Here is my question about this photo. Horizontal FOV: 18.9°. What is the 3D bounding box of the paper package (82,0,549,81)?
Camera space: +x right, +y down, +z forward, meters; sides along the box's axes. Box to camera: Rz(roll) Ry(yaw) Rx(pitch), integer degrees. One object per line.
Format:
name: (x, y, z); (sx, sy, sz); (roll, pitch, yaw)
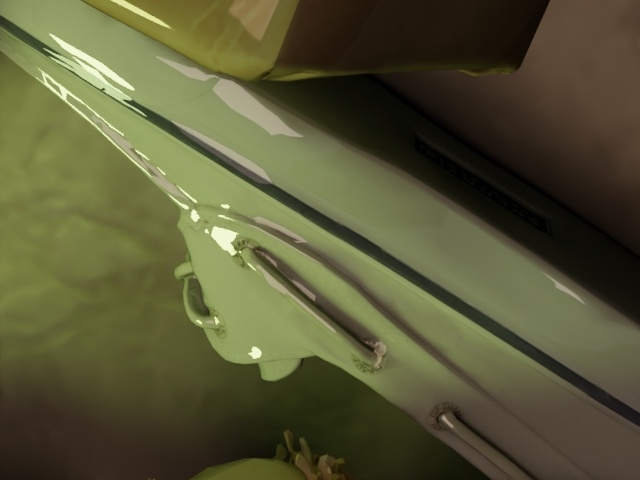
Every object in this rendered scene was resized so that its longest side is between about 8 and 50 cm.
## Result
paper package: (-0.040, -0.234, 0.417); (0.309, 0.168, 0.325); (28, 106, 14)

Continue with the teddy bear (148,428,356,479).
teddy bear: (-0.056, 0.211, 0.577); (0.113, 0.245, 0.338); (19, 110, -7)

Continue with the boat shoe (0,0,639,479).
boat shoe: (0.000, 0.000, 0.572); (0.267, 0.096, 0.088); (32, 108, -8)
